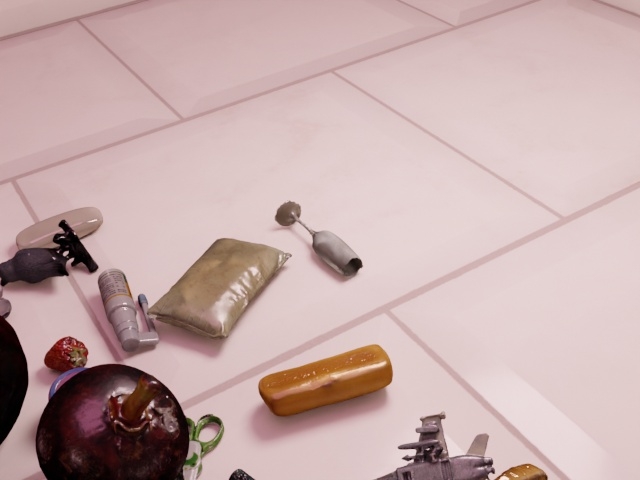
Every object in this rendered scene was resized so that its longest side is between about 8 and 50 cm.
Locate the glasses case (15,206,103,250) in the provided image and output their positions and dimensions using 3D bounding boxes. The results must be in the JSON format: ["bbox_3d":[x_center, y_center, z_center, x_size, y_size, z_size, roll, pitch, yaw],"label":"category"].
[{"bbox_3d":[-0.611,-0.025,1.901,0.204,0.051,0.081,-22,41,-21],"label":"glasses case"}]

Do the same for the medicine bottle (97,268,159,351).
[{"bbox_3d":[-0.392,0.143,1.653,0.092,0.061,0.220,0,34,-26],"label":"medicine bottle"}]

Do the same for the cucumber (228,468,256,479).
[{"bbox_3d":[-0.091,0.408,1.283,0.133,0.032,0.032,27,48,37],"label":"cucumber"}]

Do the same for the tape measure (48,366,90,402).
[{"bbox_3d":[-0.423,0.290,1.448,0.118,0.074,0.125,-9,42,-14],"label":"tape measure"}]

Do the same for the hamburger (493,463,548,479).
[{"bbox_3d":[0.276,0.400,1.118,0.118,0.191,0.182,28,41,34],"label":"hamburger"}]

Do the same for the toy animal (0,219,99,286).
[{"bbox_3d":[-0.604,0.063,1.766,0.210,0.121,0.117,-27,45,-4],"label":"toy animal"}]

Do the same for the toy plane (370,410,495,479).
[{"bbox_3d":[0.141,0.372,1.260,0.262,0.088,0.192,-10,65,1],"label":"toy plane"}]

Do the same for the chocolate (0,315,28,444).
[{"bbox_3d":[-0.664,0.243,1.354,0.331,0.383,0.383,16,39,1],"label":"chocolate"}]

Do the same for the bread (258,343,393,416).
[{"bbox_3d":[0.010,0.253,1.440,0.239,0.073,0.092,-14,33,-10],"label":"bread"}]

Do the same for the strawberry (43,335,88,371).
[{"bbox_3d":[-0.491,0.220,1.555,0.083,0.073,0.073,-10,34,24],"label":"strawberry"}]

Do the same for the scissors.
[{"bbox_3d":[-0.218,0.372,1.350,0.101,0.027,0.204,-6,35,4],"label":"scissors"}]

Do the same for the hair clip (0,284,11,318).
[{"bbox_3d":[-0.761,0.169,1.657,0.257,0.075,0.146,-27,44,-35],"label":"hair clip"}]

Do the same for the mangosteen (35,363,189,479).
[{"bbox_3d":[-0.308,0.290,1.252,0.236,0.261,0.235,19,45,-20],"label":"mangosteen"}]

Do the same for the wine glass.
[{"bbox_3d":[0.000,0.000,1.783,0.074,0.074,0.262,-26,43,-25],"label":"wine glass"}]

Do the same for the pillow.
[{"bbox_3d":[-0.206,0.093,1.678,0.185,0.074,0.302,15,39,21],"label":"pillow"}]
